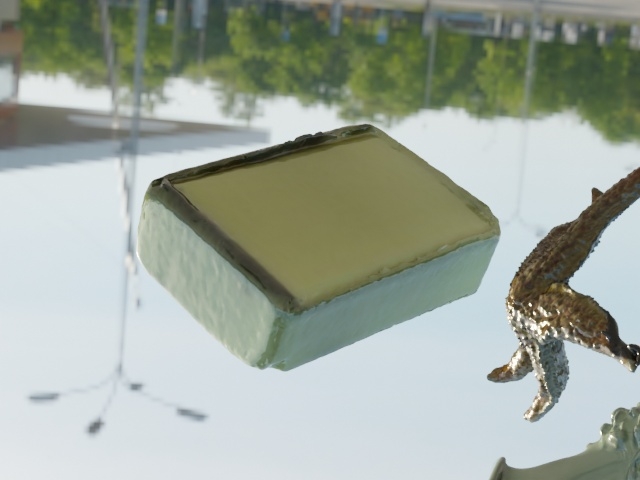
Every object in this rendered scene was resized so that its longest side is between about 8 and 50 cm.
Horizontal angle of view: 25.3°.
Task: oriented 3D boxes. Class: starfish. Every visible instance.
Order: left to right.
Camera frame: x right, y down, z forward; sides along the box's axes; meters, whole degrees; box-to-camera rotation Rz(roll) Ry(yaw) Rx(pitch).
[{"bbox_3d":[0.096,0.021,0.559,0.041,0.133,0.130,17,-168,-3],"label":"starfish"}]

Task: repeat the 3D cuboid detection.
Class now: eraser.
[{"bbox_3d":[0.000,0.000,0.767,0.172,0.058,0.117,-19,-131,-42],"label":"eraser"}]

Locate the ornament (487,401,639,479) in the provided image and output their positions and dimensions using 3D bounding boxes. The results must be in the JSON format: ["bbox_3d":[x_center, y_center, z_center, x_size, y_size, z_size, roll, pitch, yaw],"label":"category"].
[{"bbox_3d":[0.214,0.218,1.189,0.285,0.130,0.120,-19,175,7],"label":"ornament"}]
